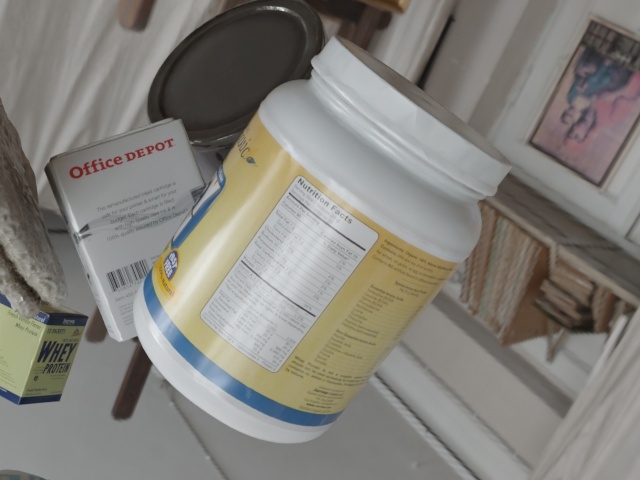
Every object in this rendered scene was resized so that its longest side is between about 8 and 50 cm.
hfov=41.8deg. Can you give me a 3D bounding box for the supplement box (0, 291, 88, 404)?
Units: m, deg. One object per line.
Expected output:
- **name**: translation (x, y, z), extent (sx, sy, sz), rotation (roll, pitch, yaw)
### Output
- **supplement box**: translation (-0.270, 0.093, 0.757), extent (0.083, 0.083, 0.056), rotation (19, -179, 23)

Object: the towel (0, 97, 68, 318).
- **towel**: translation (-0.238, -0.084, 0.543), extent (0.049, 0.282, 0.187), rotation (-23, -119, -10)

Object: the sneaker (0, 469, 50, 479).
- **sneaker**: translation (-0.377, 0.287, 0.911), extent (0.366, 0.150, 0.135), rotation (54, 173, -37)

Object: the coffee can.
- **coffee can**: translation (-0.032, -0.099, 0.934), extent (0.201, 0.201, 0.275), rotation (48, 176, 44)

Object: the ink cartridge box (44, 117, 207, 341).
- **ink cartridge box**: translation (-0.128, -0.008, 0.608), extent (0.099, 0.135, 0.056), rotation (-22, -174, -21)

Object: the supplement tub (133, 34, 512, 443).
- **supplement tub**: translation (0.000, 0.000, 0.484), extent (0.144, 0.200, 0.144), rotation (33, -165, -10)
